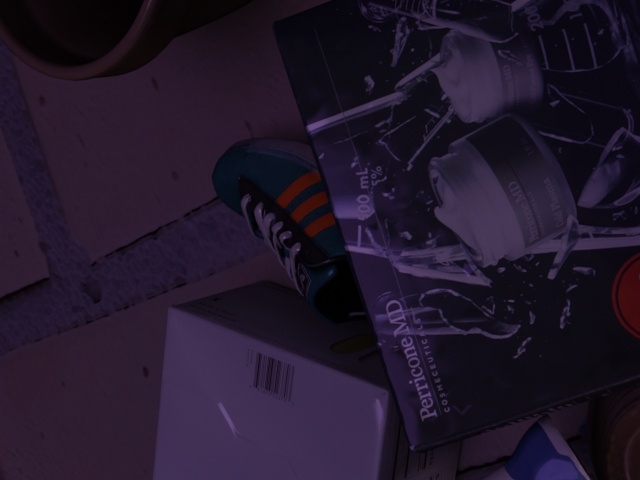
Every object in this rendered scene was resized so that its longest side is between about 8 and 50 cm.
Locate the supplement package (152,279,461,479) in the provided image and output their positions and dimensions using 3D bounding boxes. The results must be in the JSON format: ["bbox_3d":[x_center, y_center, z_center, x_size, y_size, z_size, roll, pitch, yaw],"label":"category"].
[{"bbox_3d":[-0.011,0.178,1.578,0.262,0.145,0.204,18,110,33],"label":"supplement package"}]

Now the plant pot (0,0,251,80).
[{"bbox_3d":[-0.164,-0.290,1.557,0.263,0.229,0.263,8,104,37],"label":"plant pot"}]

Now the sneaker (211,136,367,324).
[{"bbox_3d":[0.000,0.000,1.533,0.302,0.121,0.108,24,148,32],"label":"sneaker"}]

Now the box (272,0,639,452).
[{"bbox_3d":[0.173,-0.047,1.266,0.312,0.179,0.343,-20,81,11],"label":"box"}]

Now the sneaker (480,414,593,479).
[{"bbox_3d":[0.189,0.311,1.376,0.182,0.127,0.315,-30,105,6],"label":"sneaker"}]

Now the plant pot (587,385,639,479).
[{"bbox_3d":[0.310,0.174,1.352,0.237,0.110,0.237,8,104,36],"label":"plant pot"}]
